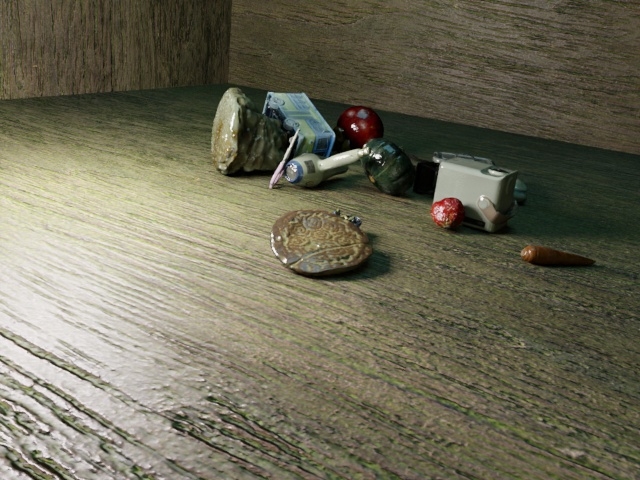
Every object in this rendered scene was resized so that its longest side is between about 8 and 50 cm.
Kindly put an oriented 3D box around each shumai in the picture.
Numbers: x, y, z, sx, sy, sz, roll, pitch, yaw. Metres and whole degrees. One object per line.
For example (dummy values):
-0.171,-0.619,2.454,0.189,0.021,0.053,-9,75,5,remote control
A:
-0.224,-0.359,2.011,0.263,0.309,0.304,10,-20,-24,shumai

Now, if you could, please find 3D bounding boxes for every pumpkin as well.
0.226,-0.247,1.946,0.152,0.212,0.211,-34,32,-8,pumpkin

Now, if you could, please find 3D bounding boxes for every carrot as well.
0.619,0.045,1.511,0.216,0.048,0.048,7,20,-12,carrot

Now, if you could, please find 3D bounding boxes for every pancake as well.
0.000,0.000,1.371,0.250,0.031,0.250,6,36,-4,pancake

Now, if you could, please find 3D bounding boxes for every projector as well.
0.471,-0.138,1.755,0.242,0.177,0.163,21,27,32,projector

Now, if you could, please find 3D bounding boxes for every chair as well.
0.353,-0.231,2.070,0.113,0.106,0.229,-11,25,-43,chair

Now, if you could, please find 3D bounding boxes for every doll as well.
0.686,-0.184,2.087,0.103,0.071,0.214,9,24,11,doll

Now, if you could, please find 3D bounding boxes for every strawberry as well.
0.368,-0.074,1.680,0.106,0.106,0.106,6,21,-2,strawberry

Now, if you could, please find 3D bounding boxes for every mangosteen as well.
0.143,-0.443,2.463,0.257,0.215,0.215,-41,43,-21,mangosteen

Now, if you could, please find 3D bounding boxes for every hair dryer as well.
0.055,-0.255,1.960,0.298,0.119,0.296,-12,4,17,hair dryer

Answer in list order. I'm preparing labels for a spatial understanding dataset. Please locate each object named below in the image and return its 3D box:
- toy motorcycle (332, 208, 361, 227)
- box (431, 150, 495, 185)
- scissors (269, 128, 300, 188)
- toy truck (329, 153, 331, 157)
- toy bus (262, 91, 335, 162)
0.028,-0.031,1.499,0.124,0.061,0.193,19,31,13,toy motorcycle
0.517,-0.256,2.147,0.227,0.130,0.162,11,20,8,box
-0.113,-0.265,1.873,0.021,0.212,0.110,26,23,1,scissors
0.017,-0.351,2.353,0.049,0.054,0.083,9,21,7,toy truck
-0.093,-0.436,2.276,0.190,0.152,0.312,-7,47,-30,toy bus
